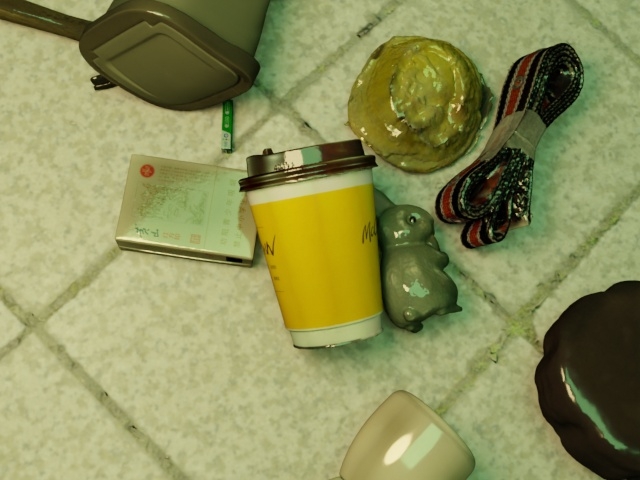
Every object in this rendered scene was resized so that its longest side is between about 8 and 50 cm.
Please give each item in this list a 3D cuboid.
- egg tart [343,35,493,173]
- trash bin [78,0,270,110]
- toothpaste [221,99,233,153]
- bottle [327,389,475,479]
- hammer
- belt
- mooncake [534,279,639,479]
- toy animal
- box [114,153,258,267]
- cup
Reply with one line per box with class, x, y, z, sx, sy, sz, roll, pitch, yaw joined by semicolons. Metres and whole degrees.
egg tart;0.160;-0.227;1.262;0.252;0.098;0.232;-26;82;-16
trash bin;-0.188;-0.344;1.183;0.219;0.220;0.250;37;59;-37
toothpaste;-0.145;-0.177;1.249;0.017;0.020;0.083;1;74;-3
bottle;0.078;0.329;1.068;0.147;0.147;0.236;44;79;7
hammer;-0.474;-0.359;1.257;0.440;0.044;0.168;18;72;0
belt;0.297;-0.153;1.240;0.126;0.094;0.359;32;71;-15
mooncake;0.443;0.203;1.142;0.283;0.141;0.283;4;65;-8
toy animal;0.126;0.013;1.173;0.108;0.138;0.236;-19;79;24
box;-0.188;-0.043;1.187;0.201;0.058;0.141;7;74;-5
cup;0.000;0.000;1.116;0.196;0.196;0.280;-11;93;-9
